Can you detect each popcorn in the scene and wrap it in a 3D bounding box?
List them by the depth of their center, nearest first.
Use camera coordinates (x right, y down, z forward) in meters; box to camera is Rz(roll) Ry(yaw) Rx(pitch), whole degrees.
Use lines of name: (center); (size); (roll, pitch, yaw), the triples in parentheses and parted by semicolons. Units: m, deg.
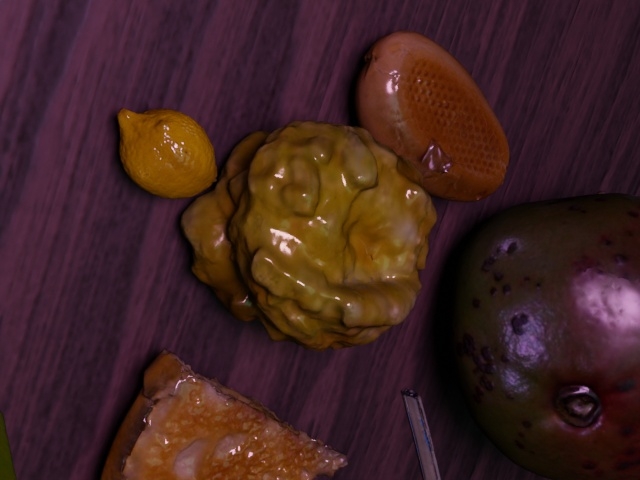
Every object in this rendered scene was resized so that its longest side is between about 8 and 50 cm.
popcorn: (-0.002, -0.003, 0.796); (0.197, 0.155, 0.198); (-2, 93, -35)

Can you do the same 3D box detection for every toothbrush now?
toothbrush: (0.125, 0.271, 1.078); (0.028, 0.026, 0.294); (-47, 131, -35)

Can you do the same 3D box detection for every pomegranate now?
pomegranate: (0.248, 0.070, 0.975); (0.290, 0.323, 0.291); (-3, 126, -4)

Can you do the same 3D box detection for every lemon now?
lemon: (-0.115, -0.066, 0.739); (0.092, 0.065, 0.065); (37, 85, -33)

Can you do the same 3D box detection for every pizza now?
pizza: (-0.096, 0.239, 0.864); (0.223, 0.089, 0.323); (1, 110, -30)

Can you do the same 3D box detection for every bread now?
bread: (0.093, -0.103, 0.870); (0.189, 0.077, 0.114); (41, 63, -39)

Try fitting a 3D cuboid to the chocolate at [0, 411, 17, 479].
chocolate: (-0.371, 0.236, 0.628); (0.301, 0.137, 0.289); (20, 96, -39)
